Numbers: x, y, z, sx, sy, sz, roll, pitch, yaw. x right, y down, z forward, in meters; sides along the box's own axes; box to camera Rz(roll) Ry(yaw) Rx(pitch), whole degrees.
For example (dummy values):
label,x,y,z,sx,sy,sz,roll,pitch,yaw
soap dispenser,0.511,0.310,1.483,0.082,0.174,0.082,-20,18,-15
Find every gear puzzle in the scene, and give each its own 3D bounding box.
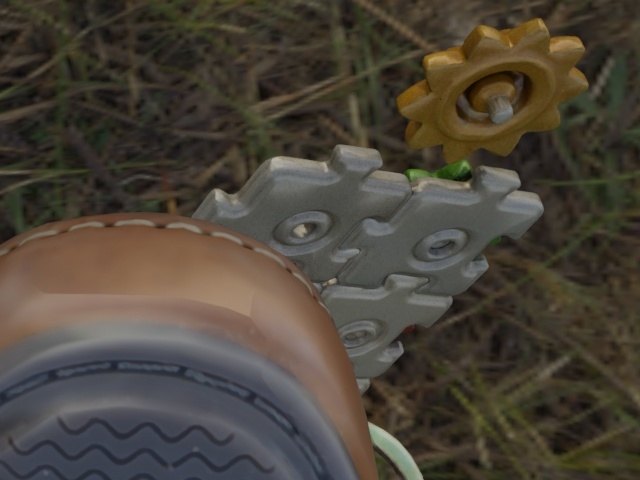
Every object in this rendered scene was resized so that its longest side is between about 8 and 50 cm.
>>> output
label,x,y,z,sx,sy,sz,roll,pitch,yaw
gear puzzle,0.000,0.000,0.868,0.175,0.339,0.044,7,51,-34

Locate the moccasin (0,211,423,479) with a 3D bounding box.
label,x,y,z,sx,sy,sz,roll,pitch,yaw
moccasin,-0.045,0.119,0.464,0.139,0.380,0.147,3,51,3
